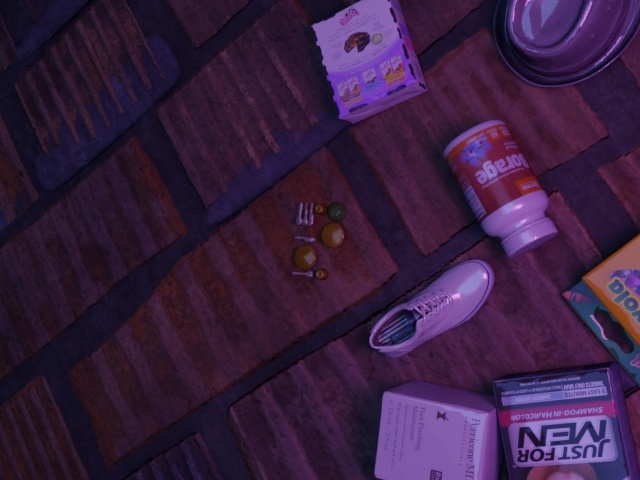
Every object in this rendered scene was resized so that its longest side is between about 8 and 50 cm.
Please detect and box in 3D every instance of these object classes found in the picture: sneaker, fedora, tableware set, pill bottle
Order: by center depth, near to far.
[{"bbox_3d":[0.400,-0.395,1.281,0.244,0.124,0.275,38,104,23],"label":"fedora"},{"bbox_3d":[0.307,-0.085,1.314,0.121,0.121,0.216,-33,74,22],"label":"pill bottle"},{"bbox_3d":[0.195,0.127,1.375,0.258,0.091,0.094,-43,70,19],"label":"sneaker"},{"bbox_3d":[0.000,0.000,1.524,0.104,0.024,0.154,5,88,24],"label":"tableware set"}]

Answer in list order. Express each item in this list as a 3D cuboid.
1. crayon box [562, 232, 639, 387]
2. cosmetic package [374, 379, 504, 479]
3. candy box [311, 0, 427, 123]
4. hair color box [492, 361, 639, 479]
[{"bbox_3d":[0.555,0.067,1.192,0.318,0.081,0.202,-43,75,20],"label":"crayon box"},{"bbox_3d":[0.209,0.335,1.323,0.184,0.151,0.151,6,91,27],"label":"cosmetic package"},{"bbox_3d":[0.091,-0.345,1.467,0.165,0.070,0.196,-21,79,25],"label":"candy box"},{"bbox_3d":[0.409,0.394,1.240,0.185,0.114,0.374,-13,82,26],"label":"hair color box"}]
